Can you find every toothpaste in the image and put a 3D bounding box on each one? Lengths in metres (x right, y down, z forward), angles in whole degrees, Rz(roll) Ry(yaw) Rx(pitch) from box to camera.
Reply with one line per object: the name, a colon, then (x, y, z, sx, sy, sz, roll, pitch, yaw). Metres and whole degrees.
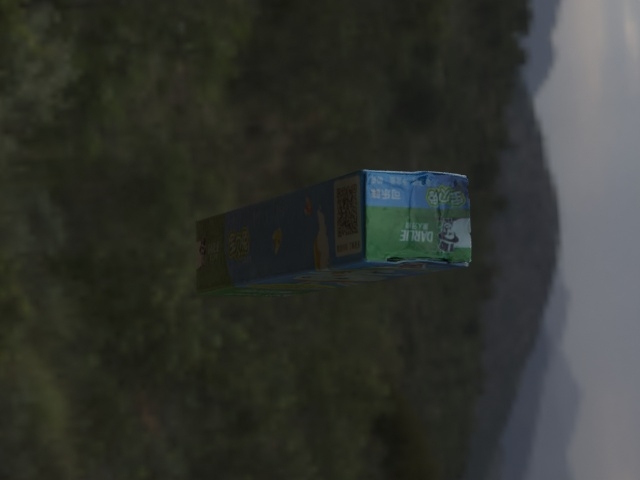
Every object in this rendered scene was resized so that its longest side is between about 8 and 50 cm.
toothpaste: (0.000, 0.000, 1.030, 0.267, 0.065, 0.050, 167, -77, -66)
